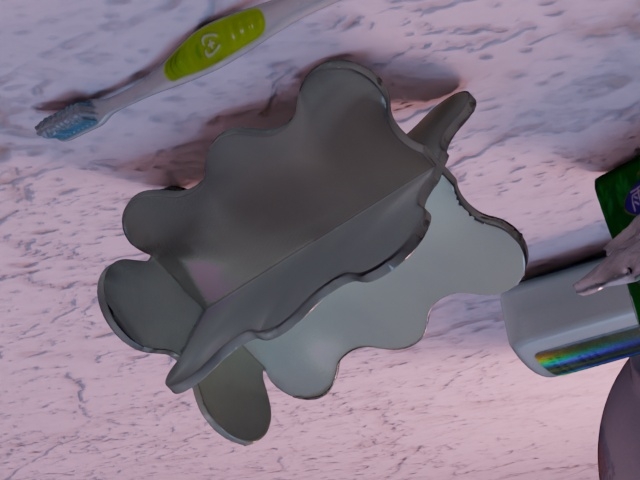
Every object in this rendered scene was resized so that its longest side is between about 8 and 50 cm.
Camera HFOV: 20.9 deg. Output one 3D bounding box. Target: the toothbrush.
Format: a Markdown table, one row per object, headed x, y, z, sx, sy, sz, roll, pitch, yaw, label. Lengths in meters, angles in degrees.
| x | y | z | sx | sy | sz | roll | pitch | yaw | label |
| --- | --- | --- | --- | --- | --- | --- | --- | --- | --- |
| -0.040 | -0.097 | 0.835 | 0.263 | 0.022 | 0.026 | -22 | 172 | 33 | toothbrush |

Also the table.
| x | y | z | sx | sy | sz | roll | pitch | yaw | label |
| --- | --- | --- | --- | --- | --- | --- | --- | --- | --- |
| 0.000 | 0.000 | 0.970 | 0.198 | 0.166 | 0.166 | -33 | 154 | 34 | table |

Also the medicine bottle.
| x | y | z | sx | sy | sz | roll | pitch | yaw | label |
| --- | --- | --- | --- | --- | --- | --- | --- | --- | --- |
| 0.269 | 0.044 | 1.390 | 0.229 | 0.083 | 0.121 | -19 | 159 | 23 | medicine bottle |

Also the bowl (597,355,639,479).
| x | y | z | sx | sy | sz | roll | pitch | yaw | label |
| --- | --- | --- | --- | --- | --- | --- | --- | --- | --- |
| 0.372 | 0.140 | 1.553 | 0.345 | 0.345 | 0.157 | -20 | 117 | 27 | bowl |

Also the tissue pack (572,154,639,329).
| x | y | z | sx | sy | sz | roll | pitch | yaw | label |
| --- | --- | --- | --- | --- | --- | --- | --- | --- | --- |
| 0.276 | -0.009 | 1.099 | 0.156 | 0.148 | 0.209 | -1 | 161 | -35 | tissue pack |
